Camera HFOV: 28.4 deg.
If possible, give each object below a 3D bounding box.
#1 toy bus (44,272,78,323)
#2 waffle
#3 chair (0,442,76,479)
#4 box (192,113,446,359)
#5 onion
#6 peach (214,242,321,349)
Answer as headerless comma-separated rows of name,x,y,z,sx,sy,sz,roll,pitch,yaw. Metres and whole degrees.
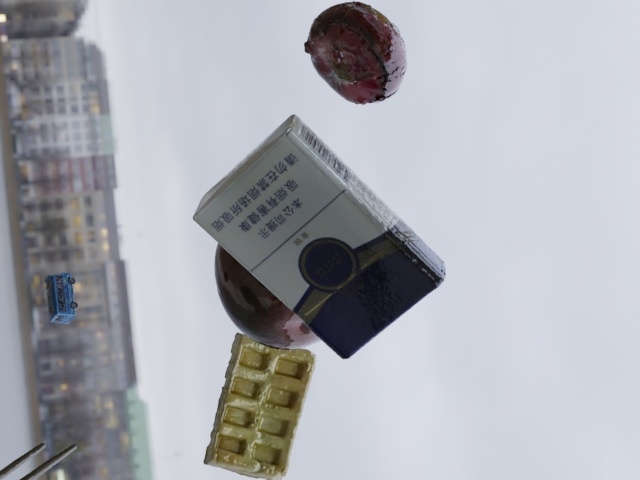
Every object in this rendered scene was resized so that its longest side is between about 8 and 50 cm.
toy bus,-0.439,0.097,2.134,0.038,0.046,0.083,-42,-129,46
waffle,-0.116,0.325,2.466,0.057,0.168,0.274,160,-54,-73
chair,-0.472,0.442,1.890,0.188,0.272,0.166,-13,-77,60
box,0.000,0.000,1.464,0.168,0.259,0.071,-41,-167,23
onion,0.072,-0.317,2.095,0.184,0.147,0.184,25,-46,29
peach,-0.055,0.055,2.042,0.252,0.252,0.253,174,-90,-77
